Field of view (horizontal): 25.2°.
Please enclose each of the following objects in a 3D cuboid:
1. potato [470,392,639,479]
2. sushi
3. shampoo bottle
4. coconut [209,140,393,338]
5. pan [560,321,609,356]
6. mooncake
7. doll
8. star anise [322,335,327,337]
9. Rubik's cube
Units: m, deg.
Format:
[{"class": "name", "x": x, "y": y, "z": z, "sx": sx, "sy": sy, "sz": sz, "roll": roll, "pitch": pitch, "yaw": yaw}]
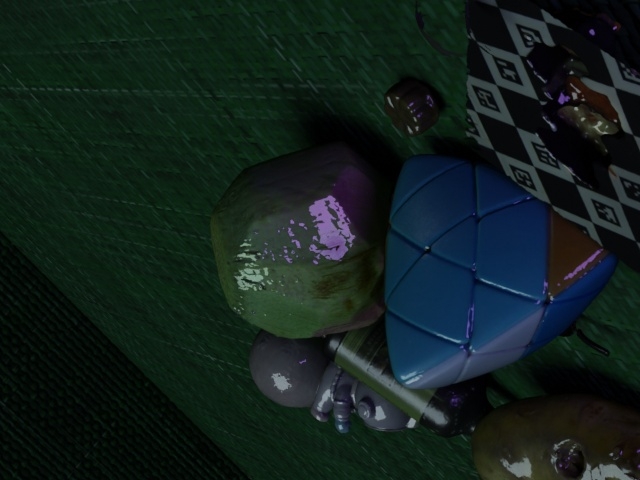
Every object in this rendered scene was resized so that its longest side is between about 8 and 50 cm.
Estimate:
[{"class": "potato", "x": 0.309, "y": 0.255, "z": 1.659, "sx": 0.191, "sy": 0.141, "sz": 0.296, "roll": 46, "pitch": 154, "yaw": -26}, {"class": "sushi", "x": 0.228, "y": -0.090, "z": 1.148, "sx": 0.264, "sy": 0.050, "sz": 0.290, "roll": 39, "pitch": 163, "yaw": 23}, {"class": "shampoo bottle", "x": 0.140, "y": 0.187, "z": 1.882, "sx": 0.284, "sy": 0.101, "sz": 0.101, "roll": 35, "pitch": 161, "yaw": 14}, {"class": "coconut", "x": 0.000, "y": 0.000, "z": 1.562, "sx": 0.236, "sy": 0.236, "sz": 0.204, "roll": 46, "pitch": -176, "yaw": -18}, {"class": "pan", "x": 0.266, "y": 0.086, "z": 1.531, "sx": 0.115, "sy": 0.023, "sz": 0.068, "roll": 33, "pitch": 160, "yaw": 26}, {"class": "mooncake", "x": 0.097, "y": -0.143, "z": 1.213, "sx": 0.150, "sy": 0.057, "sz": 0.347, "roll": 40, "pitch": 174, "yaw": 19}, {"class": "doll", "x": 0.033, "y": 0.198, "z": 2.076, "sx": 0.287, "sy": 0.151, "sz": 0.151, "roll": 17, "pitch": 152, "yaw": 33}, {"class": "star anise", "x": -0.036, "y": 0.046, "z": 1.881, "sx": 0.197, "sy": 0.073, "sz": 0.212, "roll": 60, "pitch": 172, "yaw": 27}, {"class": "Rubik's cube", "x": 0.164, "y": 0.046, "z": 1.340, "sx": 0.254, "sy": 0.254, "sz": 0.254, "roll": 35, "pitch": 161, "yaw": 14}]
